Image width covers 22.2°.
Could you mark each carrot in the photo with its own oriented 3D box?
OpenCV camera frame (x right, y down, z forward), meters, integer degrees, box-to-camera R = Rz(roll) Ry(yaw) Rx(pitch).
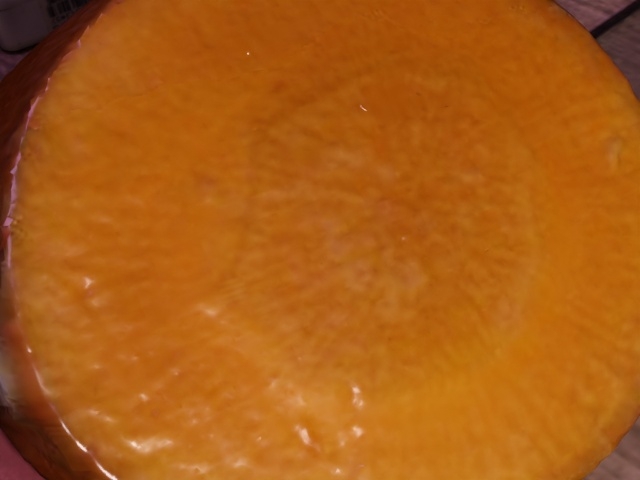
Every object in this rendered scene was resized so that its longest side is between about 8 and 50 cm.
[{"bbox_3d":[0.000,0.000,0.629,0.307,0.100,0.258,-24,82,-36],"label":"carrot"}]

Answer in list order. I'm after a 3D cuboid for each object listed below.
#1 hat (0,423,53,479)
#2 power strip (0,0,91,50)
[{"bbox_3d":[-0.138,0.086,0.649,0.206,0.089,0.205,13,3,-1],"label":"hat"},{"bbox_3d":[-0.073,-0.210,1.013,0.338,0.058,0.098,-22,41,-11],"label":"power strip"}]
